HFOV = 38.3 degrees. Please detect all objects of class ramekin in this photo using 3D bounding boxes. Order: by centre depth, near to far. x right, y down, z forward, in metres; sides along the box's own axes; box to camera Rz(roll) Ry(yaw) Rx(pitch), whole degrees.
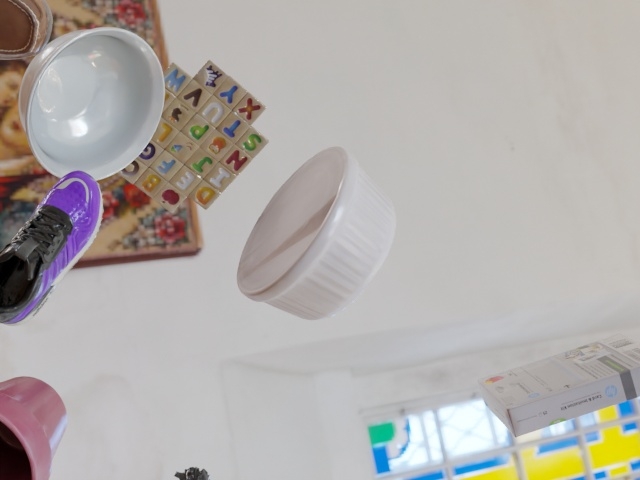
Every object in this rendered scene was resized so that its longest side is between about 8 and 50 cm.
[{"bbox_3d":[0.000,0.000,1.418,0.273,0.127,0.273,-44,-157,25],"label":"ramekin"}]

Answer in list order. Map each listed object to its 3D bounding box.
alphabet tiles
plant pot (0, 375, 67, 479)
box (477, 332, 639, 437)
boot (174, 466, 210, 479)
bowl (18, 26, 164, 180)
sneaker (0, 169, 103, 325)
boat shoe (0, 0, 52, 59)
[{"bbox_3d":[-0.298,-0.233,2.105,0.342,0.285,0.011,-46,-158,14],"label":"alphabet tiles"},{"bbox_3d":[-0.480,0.298,1.385,0.180,0.201,0.201,-55,146,-73],"label":"plant pot"},{"bbox_3d":[0.289,0.163,1.062,0.145,0.186,0.038,-131,-156,-85],"label":"box"},{"bbox_3d":[-0.146,0.331,1.060,0.099,0.045,0.121,-89,172,-60],"label":"boot"},{"bbox_3d":[-0.449,-0.270,1.720,0.134,0.298,0.298,31,-53,34],"label":"bowl"},{"bbox_3d":[-0.462,0.012,1.523,0.293,0.102,0.146,-61,177,-6],"label":"sneaker"},{"bbox_3d":[-0.475,-0.283,1.069,0.116,0.324,0.123,-62,169,-63],"label":"boat shoe"}]
